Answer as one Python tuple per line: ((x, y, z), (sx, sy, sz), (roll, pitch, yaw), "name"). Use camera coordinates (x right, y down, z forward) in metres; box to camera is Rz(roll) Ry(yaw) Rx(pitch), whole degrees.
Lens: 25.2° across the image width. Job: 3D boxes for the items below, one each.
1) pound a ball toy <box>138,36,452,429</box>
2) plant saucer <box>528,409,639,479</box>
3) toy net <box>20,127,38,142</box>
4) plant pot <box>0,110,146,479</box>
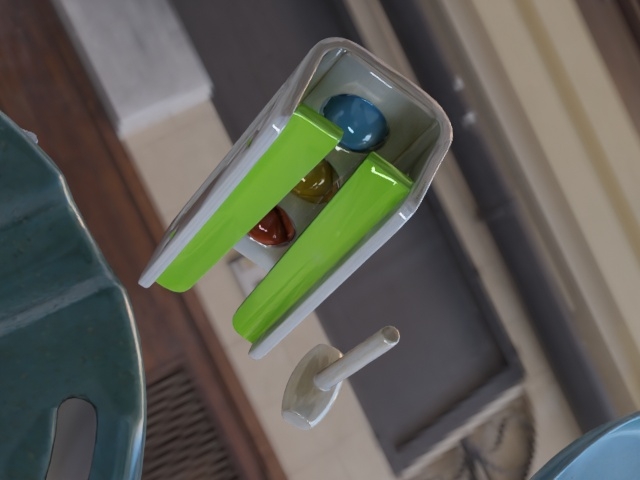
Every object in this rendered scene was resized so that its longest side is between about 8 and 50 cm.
((0.000, 0.000, 1.165), (0.319, 0.208, 0.136), (-46, -167, 49), "pound a ball toy")
((0.177, 0.250, 0.905), (0.317, 0.317, 0.044), (-28, -150, -31), "plant saucer")
((-0.222, 0.002, 0.936), (0.122, 0.045, 0.232), (-23, -138, -4), "toy net")
((-0.236, 0.096, 0.554), (0.341, 0.341, 0.334), (-28, 174, -33), "plant pot")
